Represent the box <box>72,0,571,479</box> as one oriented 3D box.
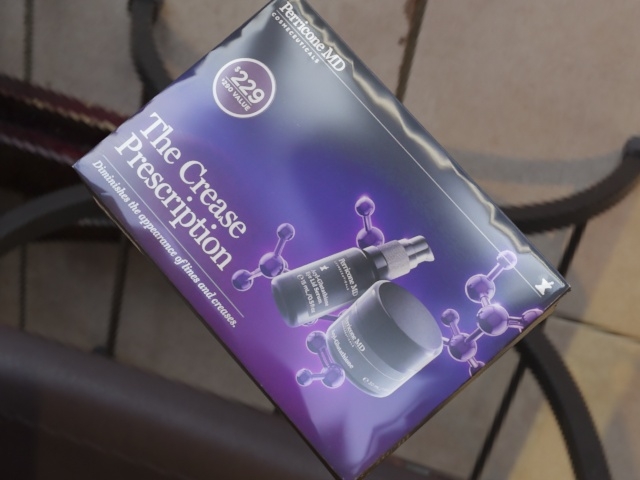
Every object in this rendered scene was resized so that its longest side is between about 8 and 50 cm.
[{"bbox_3d":[0.000,0.000,0.881,0.261,0.184,0.103,48,171,10],"label":"box"}]
